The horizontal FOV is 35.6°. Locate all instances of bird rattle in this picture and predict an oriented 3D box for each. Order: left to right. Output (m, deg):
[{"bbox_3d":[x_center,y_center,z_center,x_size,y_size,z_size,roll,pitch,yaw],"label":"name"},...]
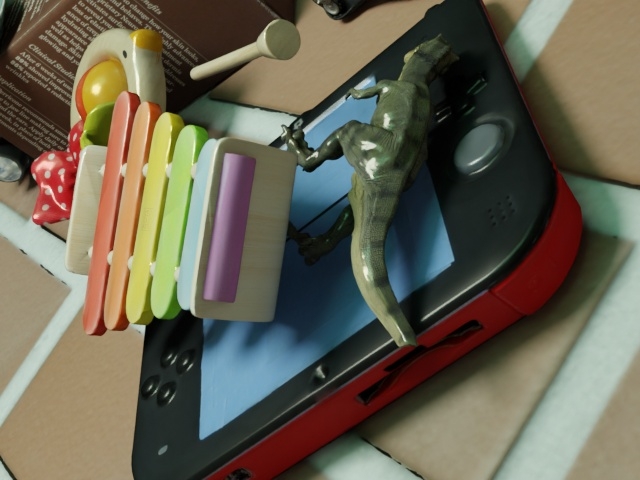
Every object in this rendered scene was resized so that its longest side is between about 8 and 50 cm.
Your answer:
[{"bbox_3d":[-0.213,-0.116,1.053,0.253,0.143,0.207,-1,86,60],"label":"bird rattle"}]

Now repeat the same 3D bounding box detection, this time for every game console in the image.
[{"bbox_3d":[0.000,0.000,0.772,0.386,0.060,0.342,-36,37,22],"label":"game console"}]

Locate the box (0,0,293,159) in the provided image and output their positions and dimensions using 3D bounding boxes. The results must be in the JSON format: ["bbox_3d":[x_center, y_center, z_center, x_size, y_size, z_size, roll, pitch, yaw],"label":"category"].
[{"bbox_3d":[-0.229,-0.241,1.149,0.381,0.191,0.143,-28,41,32],"label":"box"}]

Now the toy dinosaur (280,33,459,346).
[{"bbox_3d":[0.028,-0.043,0.684,0.118,0.064,0.268,-14,49,35],"label":"toy dinosaur"}]

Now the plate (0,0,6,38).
[{"bbox_3d":[-0.414,-0.207,1.151,0.188,0.024,0.188,-32,38,29],"label":"plate"}]

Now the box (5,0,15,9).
[{"bbox_3d":[-0.411,-0.348,1.300,0.058,0.322,0.232,-59,30,11],"label":"box"}]

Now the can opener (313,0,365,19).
[{"bbox_3d":[0.051,-0.252,0.941,0.186,0.059,0.073,8,65,53],"label":"can opener"}]

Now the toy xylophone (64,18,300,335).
[{"bbox_3d":[-0.107,-0.042,0.764,0.322,0.081,0.236,-9,75,59],"label":"toy xylophone"}]

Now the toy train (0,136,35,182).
[{"bbox_3d":[-0.447,-0.233,1.402,0.142,0.190,0.334,-30,39,31],"label":"toy train"}]
